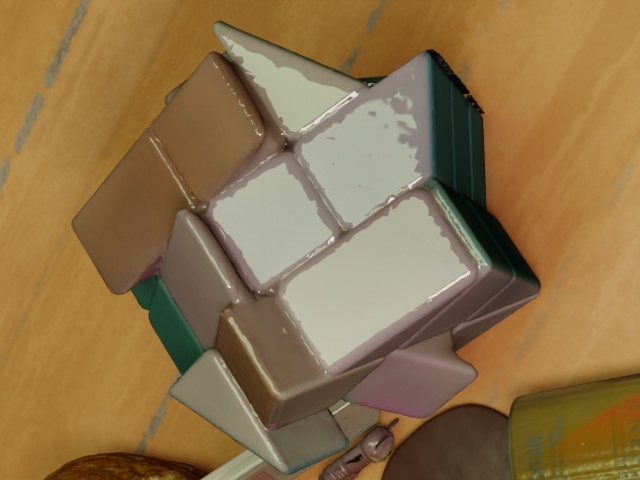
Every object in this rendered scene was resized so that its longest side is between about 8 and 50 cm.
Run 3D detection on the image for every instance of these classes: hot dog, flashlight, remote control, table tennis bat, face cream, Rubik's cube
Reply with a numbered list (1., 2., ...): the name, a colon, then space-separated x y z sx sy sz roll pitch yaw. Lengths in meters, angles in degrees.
1. hot dog: -0.185 0.315 1.698 0.259 0.114 0.175 14 101 34
2. flashlight: 0.039 0.216 1.596 0.031 0.052 0.110 45 123 -3
3. remote control: -0.029 0.204 1.575 0.190 0.087 0.029 -34 63 4
4. table tennis bat: 0.103 0.272 1.559 0.274 0.021 0.154 -44 66 23
5. face cream: 0.303 0.180 1.396 0.285 0.067 0.139 -14 74 30
6. Rubik's cube: 0.000 0.000 1.447 0.368 0.387 0.358 -34 74 9
